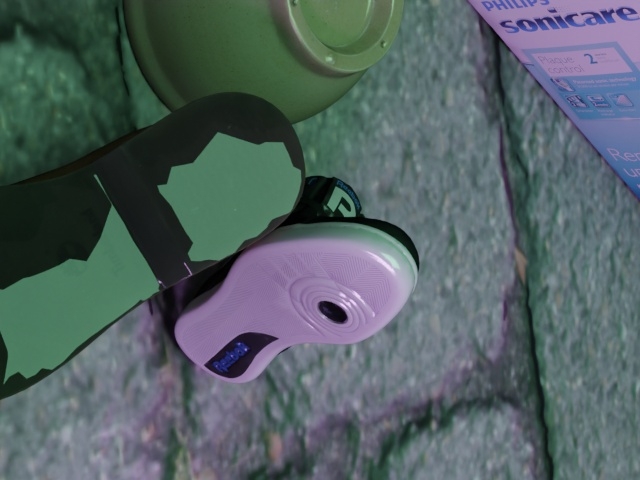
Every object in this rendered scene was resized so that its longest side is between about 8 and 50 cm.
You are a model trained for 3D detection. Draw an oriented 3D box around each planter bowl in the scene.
[{"bbox_3d":[-0.020,-0.143,1.017,0.162,0.109,0.162,-2,93,-43],"label":"planter bowl"}]

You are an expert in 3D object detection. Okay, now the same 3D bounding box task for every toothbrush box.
[{"bbox_3d":[0.280,-0.141,1.223,0.295,0.216,0.126,45,62,-35],"label":"toothbrush box"}]

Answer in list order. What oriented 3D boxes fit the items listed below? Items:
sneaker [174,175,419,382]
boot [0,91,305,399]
[{"bbox_3d":[0.000,0.000,0.976,0.079,0.217,0.121,43,57,-14],"label":"sneaker"},{"bbox_3d":[-0.158,0.015,0.900,0.305,0.115,0.112,-23,93,-20],"label":"boot"}]
